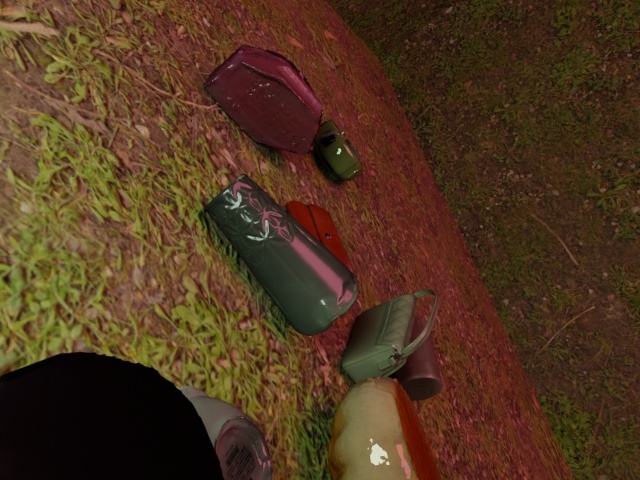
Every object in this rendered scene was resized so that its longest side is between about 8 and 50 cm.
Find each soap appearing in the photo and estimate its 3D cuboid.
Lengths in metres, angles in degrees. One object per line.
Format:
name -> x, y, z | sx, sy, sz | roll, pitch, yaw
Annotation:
soap -> -0.112, -0.326, 1.188 | 0.289, 0.182, 0.112 | 44, 33, -30

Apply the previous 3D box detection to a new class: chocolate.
chocolate -> -0.214, 0.244, 0.378 | 0.283, 0.186, 0.283 | 55, 18, -28

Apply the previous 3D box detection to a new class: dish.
dish -> -0.129, 0.286, 0.616 | 0.246, 0.078, 0.224 | -5, 69, -63

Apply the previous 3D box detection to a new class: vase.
vase -> -0.080, 0.018, 0.943 | 0.301, 0.156, 0.251 | 49, -1, -10

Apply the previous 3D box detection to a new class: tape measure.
tape measure -> 0.055, -0.263, 1.526 | 0.200, 0.106, 0.175 | 55, 11, -16

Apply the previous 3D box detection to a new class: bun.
bun -> 0.099, 0.384, 0.840 | 0.299, 0.165, 0.299 | -23, 90, -81

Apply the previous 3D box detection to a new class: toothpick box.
toothpick box -> 0.235, 0.295, 1.250 | 0.111, 0.111, 0.180 | 41, 30, -35

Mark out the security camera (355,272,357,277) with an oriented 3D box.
security camera -> 0.042, 0.070, 1.210 | 0.092, 0.058, 0.058 | 46, 27, -10

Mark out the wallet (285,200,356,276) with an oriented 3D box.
wallet -> 0.000, 0.000, 1.167 | 0.142, 0.045, 0.204 | 17, 40, -42

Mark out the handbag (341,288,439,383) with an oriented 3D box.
handbag -> 0.166, 0.201, 1.094 | 0.079, 0.219, 0.256 | 53, 27, -10
